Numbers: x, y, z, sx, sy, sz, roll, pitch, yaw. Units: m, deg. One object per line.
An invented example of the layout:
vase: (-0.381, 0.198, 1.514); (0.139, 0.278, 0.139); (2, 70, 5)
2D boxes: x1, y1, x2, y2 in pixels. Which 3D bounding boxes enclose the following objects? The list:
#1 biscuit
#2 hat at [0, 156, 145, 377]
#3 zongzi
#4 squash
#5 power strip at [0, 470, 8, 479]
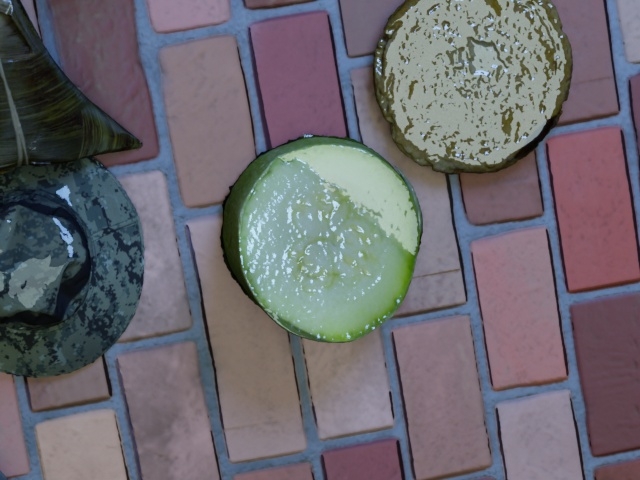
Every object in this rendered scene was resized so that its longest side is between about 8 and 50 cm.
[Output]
biscuit: (0.162, -0.179, 1.724); (0.226, 0.042, 0.225); (-1, 98, -4)
hat: (-0.302, 0.021, 1.666); (0.266, 0.128, 0.265); (-1, 94, -7)
zongzi: (-0.276, -0.181, 1.601); (0.241, 0.111, 0.247); (-10, 131, -30)
squash: (0.006, -0.008, 1.696); (0.220, 0.133, 0.220); (0, 92, -8)
power strip: (-0.487, 0.278, 1.679); (0.261, 0.141, 0.229); (-40, 99, -2)
